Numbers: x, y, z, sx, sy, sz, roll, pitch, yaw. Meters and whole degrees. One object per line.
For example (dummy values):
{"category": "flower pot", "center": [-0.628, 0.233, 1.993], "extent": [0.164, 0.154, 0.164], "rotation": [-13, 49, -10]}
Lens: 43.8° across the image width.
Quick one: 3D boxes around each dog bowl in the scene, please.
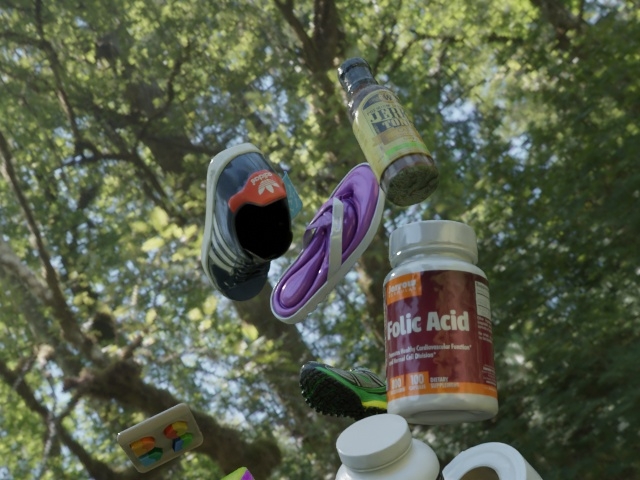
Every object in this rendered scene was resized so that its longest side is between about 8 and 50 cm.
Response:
{"category": "dog bowl", "center": [-0.122, -0.059, 1.603], "extent": [0.166, 0.074, 0.297], "rotation": [-42, 13, -7]}

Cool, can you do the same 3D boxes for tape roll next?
{"category": "tape roll", "center": [0.403, 0.636, 1.943], "extent": [0.286, 0.286, 0.100], "rotation": [-40, -69, 8]}

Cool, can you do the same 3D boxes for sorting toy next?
{"category": "sorting toy", "center": [-0.410, 0.523, 2.074], "extent": [0.193, 0.038, 0.208], "rotation": [-24, -38, -12]}

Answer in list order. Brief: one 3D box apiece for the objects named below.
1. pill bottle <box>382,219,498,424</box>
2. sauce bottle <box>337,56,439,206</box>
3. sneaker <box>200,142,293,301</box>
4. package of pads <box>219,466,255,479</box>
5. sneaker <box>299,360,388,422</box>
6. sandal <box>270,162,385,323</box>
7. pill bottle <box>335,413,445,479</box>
{"category": "pill bottle", "center": [0.243, 0.171, 1.656], "extent": [0.224, 0.391, 0.224], "rotation": [0, -21, 0]}
{"category": "sauce bottle", "center": [0.115, -0.220, 1.521], "extent": [0.112, 0.344, 0.111], "rotation": [-15, -37, -12]}
{"category": "sneaker", "center": [-0.113, 0.011, 1.327], "extent": [0.131, 0.148, 0.350], "rotation": [-28, -35, -23]}
{"category": "package of pads", "center": [-0.263, 0.612, 1.665], "extent": [0.297, 0.101, 0.229], "rotation": [-35, -3, 2]}
{"category": "sneaker", "center": [0.073, 0.407, 2.183], "extent": [0.134, 0.146, 0.344], "rotation": [-37, -50, 28]}
{"category": "sandal", "center": [0.010, 0.006, 1.802], "extent": [0.102, 0.169, 0.416], "rotation": [27, -86, -47]}
{"category": "pill bottle", "center": [0.137, 0.465, 1.351], "extent": [0.182, 0.322, 0.181], "rotation": [-18, 13, 4]}
